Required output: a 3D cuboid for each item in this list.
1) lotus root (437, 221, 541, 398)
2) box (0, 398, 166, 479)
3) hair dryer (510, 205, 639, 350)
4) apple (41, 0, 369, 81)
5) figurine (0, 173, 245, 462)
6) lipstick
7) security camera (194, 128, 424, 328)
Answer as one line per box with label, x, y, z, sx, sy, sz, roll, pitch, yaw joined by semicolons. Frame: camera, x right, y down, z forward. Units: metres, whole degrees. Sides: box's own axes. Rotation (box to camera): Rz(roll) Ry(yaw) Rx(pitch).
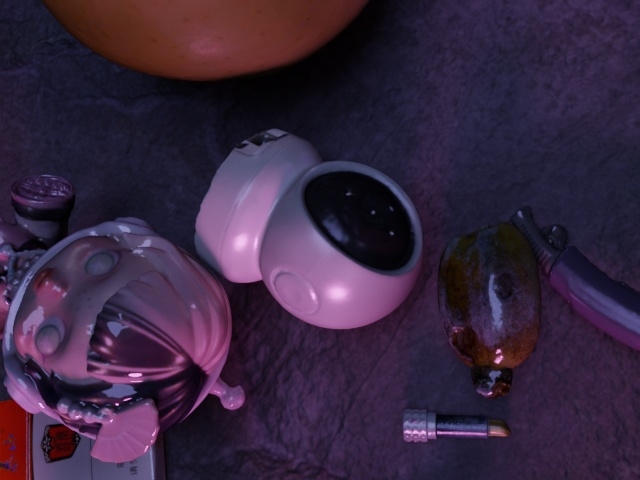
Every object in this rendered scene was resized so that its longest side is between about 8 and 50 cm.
lotus root;0.185;0.075;0.743;0.113;0.088;0.192;-13;71;39
box;-0.319;0.260;0.882;0.245;0.035;0.139;-11;73;14
hair dryer;0.363;0.045;0.697;0.361;0.121;0.301;33;79;27
apple;-0.145;-0.401;0.787;0.474;0.473;0.473;-4;75;16
figurine;-0.261;0.079;0.798;0.361;0.211;0.253;20;86;28
lipstick;0.150;0.205;0.750;0.116;0.037;0.037;-3;75;13
security camera;0.000;0.000;0.771;0.236;0.194;0.194;31;87;19
